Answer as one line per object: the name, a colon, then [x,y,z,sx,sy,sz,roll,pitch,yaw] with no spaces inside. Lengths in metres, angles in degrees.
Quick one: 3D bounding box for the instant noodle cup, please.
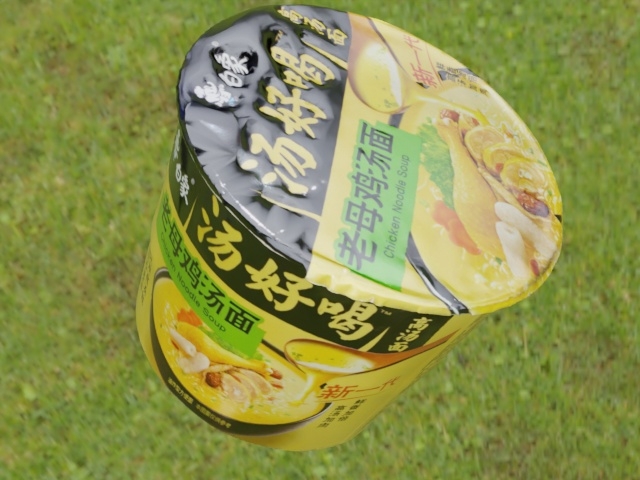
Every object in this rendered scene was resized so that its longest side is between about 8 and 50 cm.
instant noodle cup: [0.000,0.000,0.515,0.151,0.122,0.151,15,47,-17]
